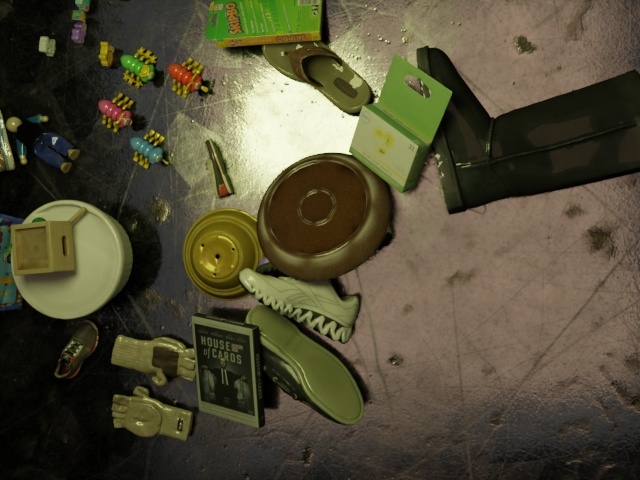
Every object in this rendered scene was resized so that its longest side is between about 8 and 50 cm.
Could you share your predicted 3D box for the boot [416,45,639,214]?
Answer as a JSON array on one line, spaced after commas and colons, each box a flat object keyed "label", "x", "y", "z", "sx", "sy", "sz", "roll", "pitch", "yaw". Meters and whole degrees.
[{"label": "boot", "x": 0.448, "y": -0.275, "z": 1.602, "sx": 0.445, "sy": 0.146, "sz": 0.367, "roll": -13, "pitch": 98, "yaw": 12}]

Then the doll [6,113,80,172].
[{"label": "doll", "x": -0.674, "y": -0.234, "z": 1.833, "sx": 0.189, "sy": 0.046, "sz": 0.129, "roll": 34, "pitch": 96, "yaw": 6}]

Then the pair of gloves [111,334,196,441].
[{"label": "pair of gloves", "x": -0.392, "y": 0.343, "z": 1.811, "sx": 0.204, "sy": 0.042, "sz": 0.240, "roll": 5, "pitch": 95, "yaw": 5}]

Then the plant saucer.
[{"label": "plant saucer", "x": -0.002, "y": -0.065, "z": 1.664, "sx": 0.310, "sy": 0.050, "sz": 0.311, "roll": -7, "pitch": 65, "yaw": 16}]

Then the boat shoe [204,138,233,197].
[{"label": "boat shoe", "x": -0.243, "y": -0.166, "z": 1.768, "sx": 0.043, "sy": 0.049, "sz": 0.137, "roll": -19, "pitch": 94, "yaw": 11}]

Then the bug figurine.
[{"label": "bug figurine", "x": -0.396, "y": -0.316, "z": 1.773, "sx": 0.216, "sy": 0.072, "sz": 0.279, "roll": 30, "pitch": 96, "yaw": 7}]

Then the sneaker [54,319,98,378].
[{"label": "sneaker", "x": -0.581, "y": 0.265, "z": 1.825, "sx": 0.061, "sy": 0.065, "sz": 0.158, "roll": 27, "pitch": 96, "yaw": 7}]

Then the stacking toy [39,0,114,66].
[{"label": "stacking toy", "x": -0.560, "y": -0.529, "z": 1.806, "sx": 0.167, "sy": 0.052, "sz": 0.221, "roll": 8, "pitch": 91, "yaw": 7}]

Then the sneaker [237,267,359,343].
[{"label": "sneaker", "x": -0.045, "y": 0.120, "z": 1.695, "sx": 0.292, "sy": 0.110, "sz": 0.118, "roll": 27, "pitch": 87, "yaw": -19}]

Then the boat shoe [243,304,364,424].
[{"label": "boat shoe", "x": -0.050, "y": 0.296, "z": 1.724, "sx": 0.340, "sy": 0.127, "sz": 0.113, "roll": 40, "pitch": 136, "yaw": 4}]

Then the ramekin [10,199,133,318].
[{"label": "ramekin", "x": -0.562, "y": 0.041, "z": 1.784, "sx": 0.273, "sy": 0.127, "sz": 0.273, "roll": 0, "pitch": 92, "yaw": 10}]

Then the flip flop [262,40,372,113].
[{"label": "flip flop", "x": -0.008, "y": -0.381, "z": 1.703, "sx": 0.277, "sy": 0.080, "sz": 0.112, "roll": 39, "pitch": 97, "yaw": 10}]

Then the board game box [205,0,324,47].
[{"label": "board game box", "x": -0.124, "y": -0.493, "z": 1.716, "sx": 0.259, "sy": 0.039, "sz": 0.124, "roll": 0, "pitch": 61, "yaw": 7}]

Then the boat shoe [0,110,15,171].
[{"label": "boat shoe", "x": -0.782, "y": -0.252, "z": 1.827, "sx": 0.066, "sy": 0.066, "sz": 0.183, "roll": -16, "pitch": 90, "yaw": -25}]

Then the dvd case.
[{"label": "dvd case", "x": -0.207, "y": 0.291, "z": 1.727, "sx": 0.179, "sy": 0.029, "sz": 0.239, "roll": 7, "pitch": 108, "yaw": 33}]

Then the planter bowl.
[{"label": "planter bowl", "x": -0.224, "y": 0.035, "z": 1.749, "sx": 0.217, "sy": 0.090, "sz": 0.217, "roll": 0, "pitch": 92, "yaw": 9}]

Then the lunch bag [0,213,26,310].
[{"label": "lunch bag", "x": -0.857, "y": 0.032, "z": 1.846, "sx": 0.293, "sy": 0.138, "sz": 0.221, "roll": 12, "pitch": 95, "yaw": 21}]

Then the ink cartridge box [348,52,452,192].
[{"label": "ink cartridge box", "x": 0.160, "y": -0.242, "z": 1.598, "sx": 0.171, "sy": 0.056, "sz": 0.235, "roll": 42, "pitch": 135, "yaw": 29}]

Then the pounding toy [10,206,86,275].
[{"label": "pounding toy", "x": -0.591, "y": 0.000, "z": 1.684, "sx": 0.130, "sy": 0.100, "sz": 0.141, "roll": -5, "pitch": 88, "yaw": 24}]

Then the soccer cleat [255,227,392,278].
[{"label": "soccer cleat", "x": 0.000, "y": 0.000, "z": 1.718, "sx": 0.318, "sy": 0.108, "sz": 0.116, "roll": -20, "pitch": 66, "yaw": 12}]
